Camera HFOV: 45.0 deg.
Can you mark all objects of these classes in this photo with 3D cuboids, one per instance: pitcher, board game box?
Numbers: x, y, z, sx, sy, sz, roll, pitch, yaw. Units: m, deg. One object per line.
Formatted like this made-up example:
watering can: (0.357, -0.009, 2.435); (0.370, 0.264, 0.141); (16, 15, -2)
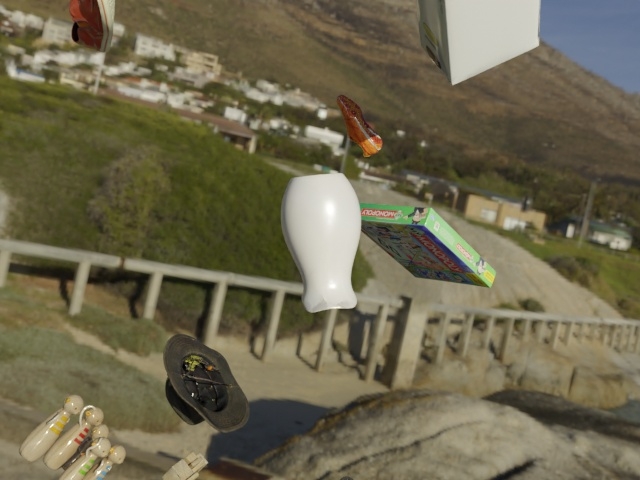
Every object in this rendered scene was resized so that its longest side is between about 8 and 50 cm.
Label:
pitcher: (0.000, 0.000, 1.240); (0.126, 0.207, 0.178); (-6, 3, -9)
board game box: (0.231, 0.012, 1.743); (0.214, 0.046, 0.317); (7, -22, 43)

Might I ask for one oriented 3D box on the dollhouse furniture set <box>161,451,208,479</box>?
dollhouse furniture set: (-0.250, 0.494, 1.575); (0.101, 0.161, 0.182); (48, 31, 10)

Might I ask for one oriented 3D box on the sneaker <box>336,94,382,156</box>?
sneaker: (0.086, -0.291, 1.968); (0.067, 0.175, 0.064); (-33, -3, 36)

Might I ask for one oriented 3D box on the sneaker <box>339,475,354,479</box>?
sneaker: (0.052, 0.595, 1.635); (0.051, 0.170, 0.089); (6, -35, -34)

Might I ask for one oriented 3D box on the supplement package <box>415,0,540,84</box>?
supplement package: (0.303, -0.472, 1.499); (0.204, 0.145, 0.261); (-25, -36, -4)

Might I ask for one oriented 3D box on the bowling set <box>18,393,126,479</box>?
bowling set: (-0.467, 0.451, 1.605); (0.200, 0.154, 0.287); (38, -15, 15)

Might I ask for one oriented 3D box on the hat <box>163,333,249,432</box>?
hat: (-0.367, 0.440, 2.248); (0.331, 0.134, 0.331); (43, 18, -18)

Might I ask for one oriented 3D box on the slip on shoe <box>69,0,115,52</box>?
slip on shoe: (-0.521, -0.527, 1.762); (0.101, 0.122, 0.331); (5, -12, -18)
